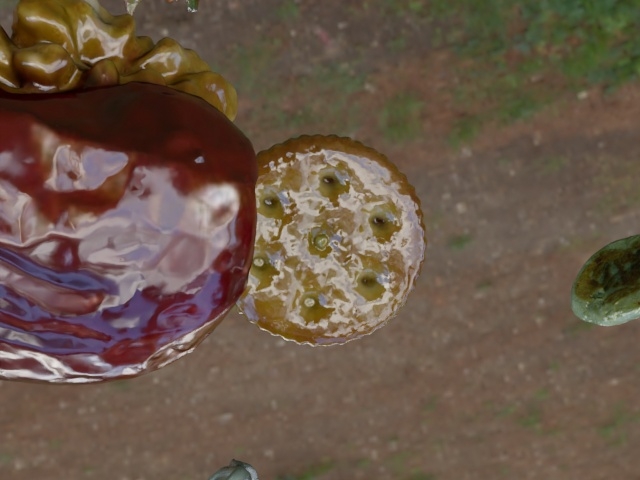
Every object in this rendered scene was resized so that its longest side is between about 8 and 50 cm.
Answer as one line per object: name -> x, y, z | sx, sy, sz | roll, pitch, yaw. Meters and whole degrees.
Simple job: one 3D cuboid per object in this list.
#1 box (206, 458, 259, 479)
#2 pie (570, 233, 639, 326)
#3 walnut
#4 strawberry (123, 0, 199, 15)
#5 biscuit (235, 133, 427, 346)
box -> -0.117, 0.344, 1.358 | 0.243, 0.135, 0.163 | -46, -178, -16
pie -> 0.218, 0.029, 1.020 | 0.085, 0.085, 0.017 | -25, 125, 25
walnut -> -0.181, -0.033, 0.878 | 0.269, 0.244, 0.221 | 3, -168, -23
strawberry -> -0.166, -0.394, 1.375 | 0.292, 0.343, 0.292 | -9, 127, -13
biscuit -> 0.000, 0.000, 1.413 | 0.220, 0.221, 0.066 | -12, -171, -2
